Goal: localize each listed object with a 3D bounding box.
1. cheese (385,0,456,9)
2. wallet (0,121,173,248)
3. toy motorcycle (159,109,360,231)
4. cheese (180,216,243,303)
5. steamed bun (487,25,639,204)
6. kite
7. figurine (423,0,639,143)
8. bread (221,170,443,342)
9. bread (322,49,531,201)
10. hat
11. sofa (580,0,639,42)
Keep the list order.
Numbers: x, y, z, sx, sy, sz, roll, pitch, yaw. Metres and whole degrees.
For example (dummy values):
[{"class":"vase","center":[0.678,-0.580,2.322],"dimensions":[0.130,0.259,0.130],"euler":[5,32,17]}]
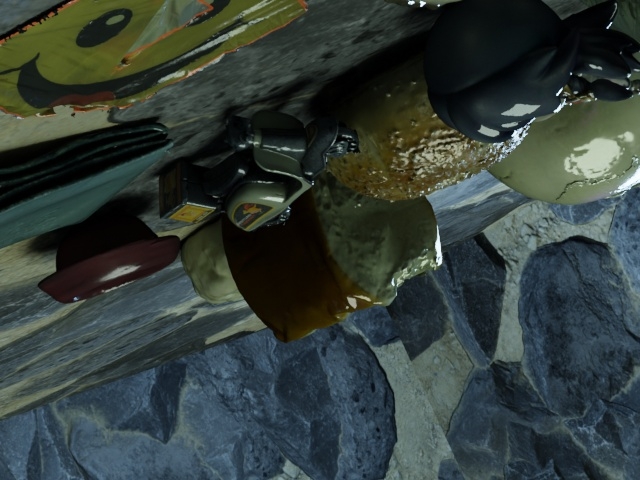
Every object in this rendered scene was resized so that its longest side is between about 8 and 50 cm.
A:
[{"class":"cheese","center":[0.119,-0.269,0.964],"dimensions":[0.233,0.127,0.266],"euler":[-32,172,27]},{"class":"wallet","center":[-0.326,-0.034,1.432],"dimensions":[0.290,0.054,0.251],"euler":[-24,178,-41]},{"class":"toy motorcycle","center":[-0.072,-0.088,1.598],"dimensions":[0.157,0.091,0.263],"euler":[9,154,-31]},{"class":"cheese","center":[-0.068,0.000,2.193],"dimensions":[0.326,0.115,0.318],"euler":[-26,172,-1]},{"class":"steamed bun","center":[0.385,-0.170,1.994],"dimensions":[0.334,0.233,0.312],"euler":[-31,171,29]},{"class":"kite","center":[-0.153,-0.178,1.140],"dimensions":[0.377,0.013,0.327],"euler":[-16,168,-35]},{"class":"figurine","center":[0.236,-0.203,1.489],"dimensions":[0.265,0.197,0.175],"euler":[-31,176,-42]},{"class":"bread","center":[0.000,0.000,1.899],"dimensions":[0.225,0.250,0.279],"euler":[-22,174,-39]},{"class":"bread","center":[0.139,-0.144,1.690],"dimensions":[0.305,0.158,0.305],"euler":[-22,177,-1]},{"class":"hat","center":[-0.280,0.016,1.756],"dimensions":[0.205,0.089,0.205],"euler":[-22,176,-2]},{"class":"sofa","center":[0.432,-0.348,1.533],"dimensions":[0.210,0.176,0.225],"euler":[-19,142,-35]}]
